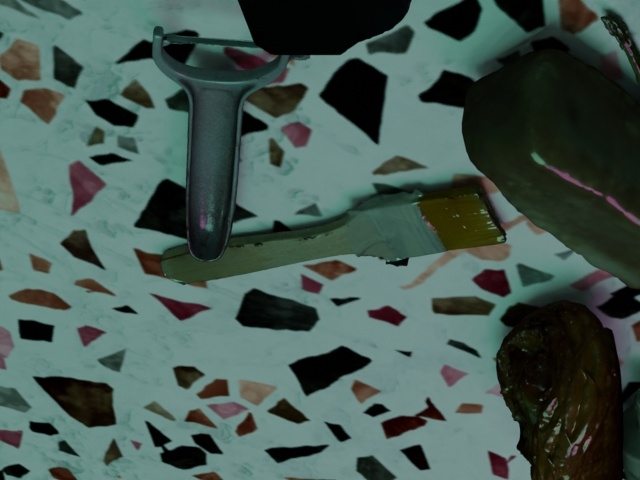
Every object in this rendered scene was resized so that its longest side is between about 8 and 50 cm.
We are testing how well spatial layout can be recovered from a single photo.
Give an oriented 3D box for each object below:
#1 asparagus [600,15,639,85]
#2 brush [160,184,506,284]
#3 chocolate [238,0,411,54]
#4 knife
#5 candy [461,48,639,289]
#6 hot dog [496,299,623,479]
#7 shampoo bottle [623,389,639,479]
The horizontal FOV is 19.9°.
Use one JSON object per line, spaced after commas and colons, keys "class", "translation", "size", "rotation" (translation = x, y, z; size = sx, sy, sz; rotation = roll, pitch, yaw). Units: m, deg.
{"class": "asparagus", "translation": [0.240, -0.134, 1.389], "size": [0.014, 0.015, 0.114], "rotation": [24, 156, 47]}
{"class": "brush", "translation": [0.000, 0.000, 1.620], "size": [0.336, 0.020, 0.085], "rotation": [-9, 138, 26]}
{"class": "chocolate", "translation": [0.000, -0.207, 1.317], "size": [0.149, 0.080, 0.125], "rotation": [-22, 119, 45]}
{"class": "knife", "translation": [-0.079, -0.083, 1.512], "size": [0.123, 0.053, 0.278], "rotation": [7, 143, -1]}
{"class": "candy", "translation": [0.218, -0.052, 1.418], "size": [0.234, 0.102, 0.104], "rotation": [31, 152, -25]}
{"class": "hot dog", "translation": [0.223, 0.155, 1.657], "size": [0.099, 0.160, 0.227], "rotation": [-14, 134, -7]}
{"class": "shampoo bottle", "translation": [0.337, 0.227, 1.757], "size": [0.085, 0.085, 0.262], "rotation": [-3, 139, 19]}
